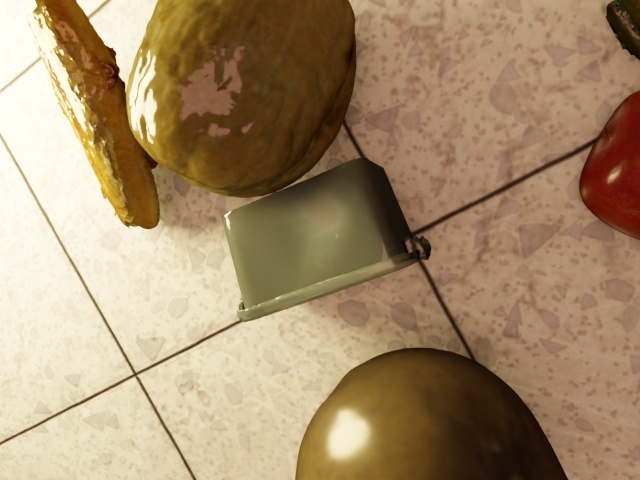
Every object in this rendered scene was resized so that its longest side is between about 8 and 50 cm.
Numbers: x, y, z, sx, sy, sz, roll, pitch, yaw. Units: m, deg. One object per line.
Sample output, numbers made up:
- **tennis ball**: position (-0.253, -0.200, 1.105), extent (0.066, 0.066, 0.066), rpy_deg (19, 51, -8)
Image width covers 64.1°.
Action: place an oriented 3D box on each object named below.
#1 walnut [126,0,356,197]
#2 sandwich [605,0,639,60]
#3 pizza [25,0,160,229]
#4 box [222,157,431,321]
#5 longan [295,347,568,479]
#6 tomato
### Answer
- **walnut**: position (-0.092, -0.189, 0.589), extent (0.283, 0.227, 0.283), rpy_deg (1, 95, 6)
- **sandwich**: position (0.432, -0.216, 0.515), extent (0.235, 0.079, 0.159), rpy_deg (44, 108, 4)
- **pizza**: position (-0.293, -0.165, 0.686), extent (0.226, 0.086, 0.335), rpy_deg (39, 149, 45)
- **box**: position (0.000, 0.000, 0.639), extent (0.243, 0.163, 0.135), rpy_deg (-22, 85, 19)
- **longan**: position (0.124, 0.285, 0.577), extent (0.319, 0.319, 0.319), rpy_deg (3, 101, 15)
- **tomato**: position (0.388, -0.073, 0.552), extent (0.174, 0.082, 0.166), rpy_deg (29, 105, 11)
